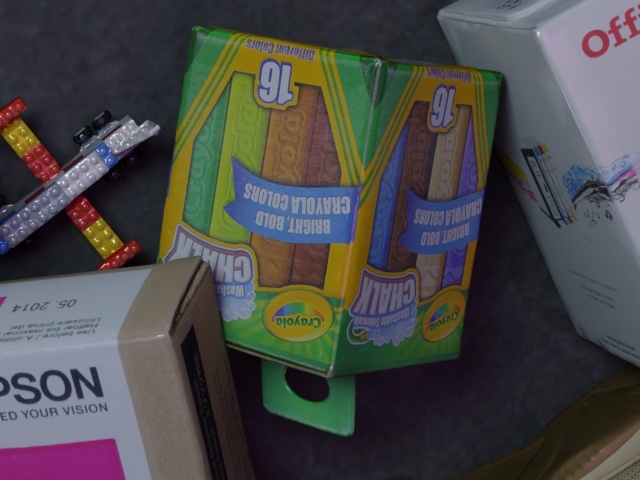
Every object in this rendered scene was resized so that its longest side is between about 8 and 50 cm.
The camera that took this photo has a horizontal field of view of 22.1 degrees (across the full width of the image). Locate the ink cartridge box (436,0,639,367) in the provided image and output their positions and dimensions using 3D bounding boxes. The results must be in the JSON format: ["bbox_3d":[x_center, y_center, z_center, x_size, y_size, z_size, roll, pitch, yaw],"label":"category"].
[{"bbox_3d":[0.207,-0.065,0.951,0.171,0.168,0.233,-29,106,-10],"label":"ink cartridge box"}]

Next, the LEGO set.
[{"bbox_3d":[-0.191,0.009,0.912,0.182,0.060,0.244,3,102,-16],"label":"LEGO set"}]

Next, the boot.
[{"bbox_3d":[0.172,0.221,1.034,0.262,0.095,0.203,-34,108,-12],"label":"boot"}]

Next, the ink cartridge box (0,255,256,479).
[{"bbox_3d":[-0.158,0.122,0.865,0.234,0.088,0.193,-6,114,13],"label":"ink cartridge box"}]

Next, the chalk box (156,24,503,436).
[{"bbox_3d":[0.000,0.000,0.901,0.132,0.132,0.213,0,101,-55],"label":"chalk box"}]
